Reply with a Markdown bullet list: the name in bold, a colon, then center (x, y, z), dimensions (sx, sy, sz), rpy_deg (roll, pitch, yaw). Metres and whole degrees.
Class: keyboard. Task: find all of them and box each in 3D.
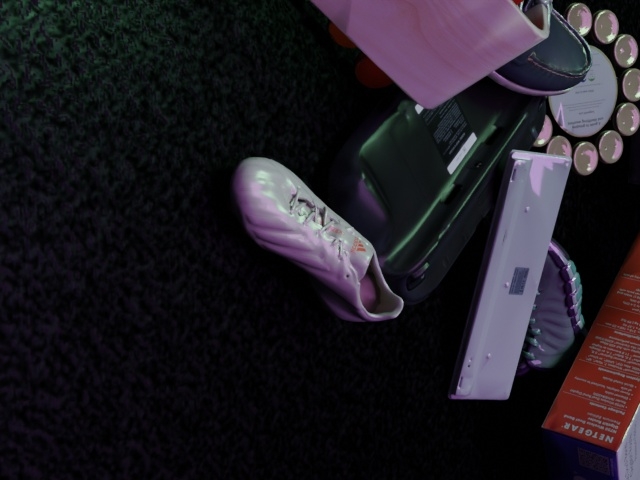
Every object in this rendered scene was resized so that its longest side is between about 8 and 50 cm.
- **keyboard**: center (0.183, 0.038, 1.145), dimensions (0.072, 0.014, 0.256), rpy_deg (2, 108, -31)

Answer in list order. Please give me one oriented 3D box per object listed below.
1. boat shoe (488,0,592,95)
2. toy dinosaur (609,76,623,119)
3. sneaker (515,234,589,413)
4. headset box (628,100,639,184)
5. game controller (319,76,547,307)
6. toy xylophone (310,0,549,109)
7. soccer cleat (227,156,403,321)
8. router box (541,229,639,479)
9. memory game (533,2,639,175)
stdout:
- **boat shoe**: center (0.162, -0.211, 1.057), dimensions (0.254, 0.079, 0.095), rpy_deg (28, 57, -28)
- **toy dinosaur**: center (0.322, -0.178, 1.352), dimensions (0.090, 0.047, 0.082), rpy_deg (-76, 144, -67)
- **sneaker**: center (0.219, 0.082, 1.210), dimensions (0.098, 0.083, 0.224), rpy_deg (-52, 131, -27)
- **headset box**: center (0.517, -0.136, 1.383), dimensions (0.246, 0.283, 0.131), rpy_deg (-23, 117, -55)
- **game controller**: center (0.113, -0.091, 1.091), dimensions (0.166, 0.067, 0.319), rpy_deg (53, 54, -21)
- **toy xylophone**: center (0.079, -0.230, 0.895), dimensions (0.323, 0.236, 0.081), rpy_deg (47, 28, -40)
- **soccer cleat**: center (0.000, 0.000, 0.940), dimensions (0.196, 0.076, 0.068), rpy_deg (49, 58, -40)
- **router box**: center (0.358, 0.199, 1.331), dimensions (0.301, 0.082, 0.335), rpy_deg (-56, 146, -31)
- **memory game**: center (0.279, -0.161, 1.264), dimensions (0.186, 0.012, 0.186), rpy_deg (-3, 97, -31)
